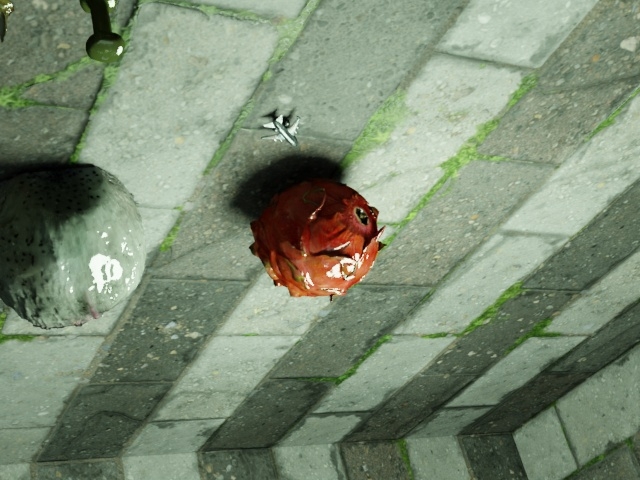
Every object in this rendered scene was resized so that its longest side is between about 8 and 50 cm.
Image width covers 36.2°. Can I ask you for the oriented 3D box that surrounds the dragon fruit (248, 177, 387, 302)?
[{"bbox_3d":[-0.009,-0.002,1.857,0.241,0.241,0.252,12,126,-39],"label":"dragon fruit"}]

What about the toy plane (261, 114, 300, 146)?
[{"bbox_3d":[-0.062,-0.189,1.701,0.078,0.031,0.083,-26,148,18],"label":"toy plane"}]

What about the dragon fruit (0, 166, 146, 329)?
[{"bbox_3d":[-0.440,0.013,1.690,0.283,0.204,0.221,-9,149,-14],"label":"dragon fruit"}]

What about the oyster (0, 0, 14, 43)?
[{"bbox_3d":[-0.535,-0.280,1.260,0.221,0.096,0.361,13,140,-33],"label":"oyster"}]

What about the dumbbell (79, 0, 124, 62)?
[{"bbox_3d":[-0.296,-0.294,1.323,0.052,0.118,0.046,4,141,-27],"label":"dumbbell"}]
